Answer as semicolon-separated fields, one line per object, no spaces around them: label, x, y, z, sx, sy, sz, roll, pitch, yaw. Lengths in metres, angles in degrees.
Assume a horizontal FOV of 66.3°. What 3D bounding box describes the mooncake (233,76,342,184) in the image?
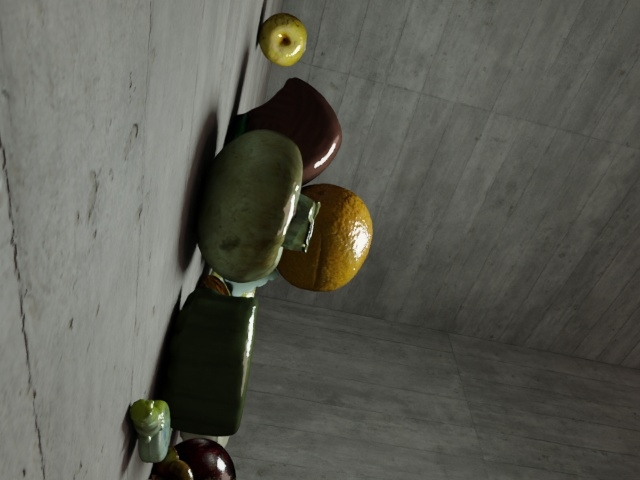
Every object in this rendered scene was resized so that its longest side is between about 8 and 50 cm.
mooncake;-0.099;-0.312;1.433;0.174;0.325;0.334;-18;109;-85

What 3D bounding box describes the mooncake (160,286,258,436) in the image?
mooncake;-0.255;0.277;1.141;0.351;0.187;0.351;-170;-90;-79

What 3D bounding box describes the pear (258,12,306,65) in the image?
pear;-0.126;-0.678;1.653;0.178;0.178;0.178;-168;-90;-83

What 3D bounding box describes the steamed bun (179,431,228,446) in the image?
steamed bun;-0.394;0.591;1.691;0.283;0.177;0.283;10;90;-90

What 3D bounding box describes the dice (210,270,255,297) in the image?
dice;-0.334;0.208;1.819;0.166;0.169;0.169;-91;-165;-61

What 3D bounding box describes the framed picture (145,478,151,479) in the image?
framed picture;-0.415;0.723;1.017;0.247;0.022;0.335;-124;-134;-79

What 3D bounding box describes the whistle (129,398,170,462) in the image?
whistle;-0.293;0.313;0.828;0.198;0.057;0.104;101;-13;-57

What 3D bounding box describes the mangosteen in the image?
mangosteen;-0.348;0.635;1.284;0.265;0.228;0.228;41;52;-54

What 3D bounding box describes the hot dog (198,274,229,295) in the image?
hot dog;-0.313;0.187;1.424;0.227;0.099;0.161;-159;-100;-78

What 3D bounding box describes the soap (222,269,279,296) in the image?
soap;-0.245;0.091;1.590;0.088;0.159;0.265;66;-12;-13

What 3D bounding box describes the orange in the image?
orange;0.000;0.000;1.528;0.322;0.322;0.357;-86;180;-46

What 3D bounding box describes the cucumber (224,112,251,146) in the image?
cucumber;-0.238;-0.227;1.304;0.056;0.056;0.284;117;-14;-64

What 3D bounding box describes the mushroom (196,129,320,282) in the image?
mushroom;-0.137;-0.066;1.090;0.352;0.260;0.352;-165;-90;-87
